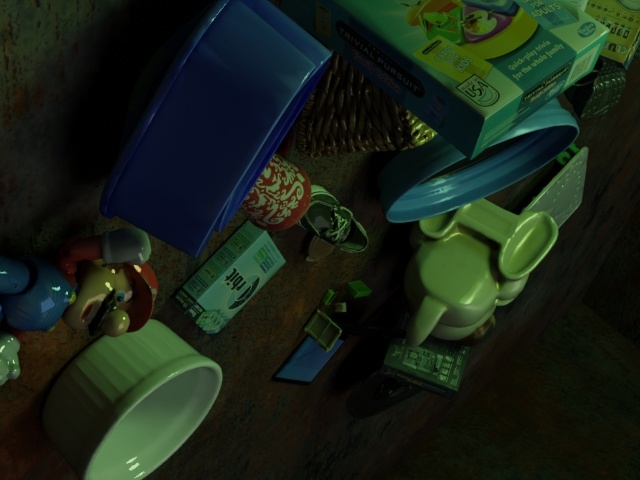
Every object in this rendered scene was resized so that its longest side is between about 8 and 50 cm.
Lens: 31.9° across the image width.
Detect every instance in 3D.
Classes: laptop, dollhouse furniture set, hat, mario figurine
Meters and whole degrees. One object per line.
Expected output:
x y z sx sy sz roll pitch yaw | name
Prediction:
0.061 0.255 2.445 0.234 0.264 0.136 25 68 -69 | laptop
0.037 0.150 2.305 0.152 0.076 0.058 -57 157 18 | dollhouse furniture set
0.188 0.300 2.778 0.331 0.134 0.331 -22 150 -13 | hat
-0.314 0.078 1.355 0.198 0.170 0.320 -13 174 37 | mario figurine

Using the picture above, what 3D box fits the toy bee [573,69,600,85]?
0.319 -0.320 1.997 0.298 0.162 0.195 -10 165 -35 | toy bee

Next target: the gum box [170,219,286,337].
-0.148 0.064 1.847 0.184 0.041 0.157 -47 159 -7 | gum box

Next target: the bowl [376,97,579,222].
0.284 -0.151 2.074 0.391 0.077 0.391 -22 167 -5 | bowl

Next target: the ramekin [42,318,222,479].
-0.298 0.253 1.749 0.277 0.135 0.277 -40 158 -20 | ramekin

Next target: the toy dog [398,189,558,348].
0.309 0.093 2.416 0.408 0.284 0.395 88 22 -72 | toy dog

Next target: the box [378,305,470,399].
0.255 0.232 2.605 0.059 0.183 0.233 110 0 -58 | box

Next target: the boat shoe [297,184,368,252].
0.021 -0.034 1.944 0.078 0.070 0.219 -55 149 5 | boat shoe

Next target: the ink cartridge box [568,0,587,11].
0.331 -0.454 1.559 0.324 0.071 0.330 -90 -170 -45 | ink cartridge box

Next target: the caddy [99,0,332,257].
-0.138 -0.150 1.329 0.341 0.179 0.241 -56 -179 19 | caddy

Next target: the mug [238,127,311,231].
-0.099 -0.105 1.611 0.113 0.150 0.169 -16 161 17 | mug

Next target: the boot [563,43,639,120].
0.498 -0.403 2.067 0.118 0.223 0.338 -11 147 -28 | boot

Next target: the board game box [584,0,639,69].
0.423 -0.400 1.841 0.165 0.243 0.042 -65 157 4 | board game box

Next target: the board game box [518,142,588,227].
0.571 -0.051 3.037 0.390 0.050 0.390 -46 158 -8 | board game box

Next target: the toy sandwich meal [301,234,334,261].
0.000 0.000 2.048 0.085 0.029 0.085 -33 143 -30 | toy sandwich meal

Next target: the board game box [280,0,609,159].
0.156 -0.284 1.435 0.254 0.336 0.079 -36 156 -30 | board game box

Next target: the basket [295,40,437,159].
0.098 -0.262 1.654 0.299 0.223 0.213 -32 112 -47 | basket
